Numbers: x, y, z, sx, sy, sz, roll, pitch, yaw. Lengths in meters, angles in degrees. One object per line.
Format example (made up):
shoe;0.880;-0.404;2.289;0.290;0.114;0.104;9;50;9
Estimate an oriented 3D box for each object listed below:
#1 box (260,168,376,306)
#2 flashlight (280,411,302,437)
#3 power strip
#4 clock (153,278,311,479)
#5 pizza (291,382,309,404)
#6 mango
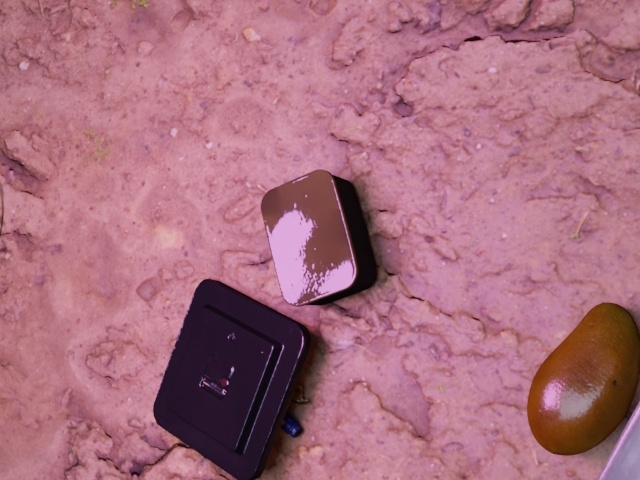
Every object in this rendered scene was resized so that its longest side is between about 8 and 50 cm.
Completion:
box;0.000;0.000;1.725;0.144;0.090;0.201;-23;74;25
flashlight;-0.079;0.280;1.769;0.121;0.035;0.057;41;103;27
power strip;0.467;0.219;1.435;0.062;0.091;0.385;31;100;30
clock;-0.158;0.227;1.784;0.279;0.049;0.273;23;94;40
pizza;-0.048;0.245;1.767;0.083;0.016;0.037;34;102;32
mango;0.373;0.195;1.492;0.136;0.099;0.227;28;90;36
